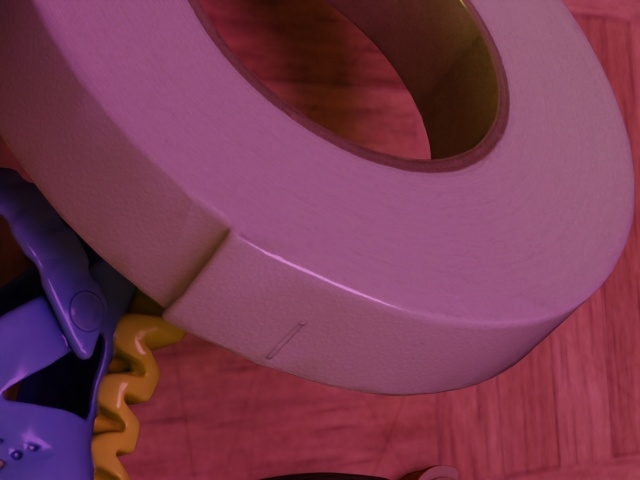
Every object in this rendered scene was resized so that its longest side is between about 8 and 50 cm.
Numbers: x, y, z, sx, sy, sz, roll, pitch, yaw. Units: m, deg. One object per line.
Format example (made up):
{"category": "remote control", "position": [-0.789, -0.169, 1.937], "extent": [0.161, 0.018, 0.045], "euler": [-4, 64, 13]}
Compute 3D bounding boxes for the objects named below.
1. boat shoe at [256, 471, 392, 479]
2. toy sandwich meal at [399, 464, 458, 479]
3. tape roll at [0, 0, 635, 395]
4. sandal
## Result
{"category": "boat shoe", "position": [-0.028, 0.173, 1.049], "extent": [0.178, 0.064, 0.060], "euler": [-10, 98, -40]}
{"category": "toy sandwich meal", "position": [0.072, 0.189, 1.175], "extent": [0.085, 0.029, 0.086], "euler": [0, 90, -48]}
{"category": "tape roll", "position": [-0.005, -0.097, 0.959], "extent": [0.392, 0.072, 0.392], "euler": [24, 41, -23]}
{"category": "sandal", "position": [-0.157, 0.092, 0.887], "extent": [0.138, 0.126, 0.317], "euler": [32, 55, -36]}
